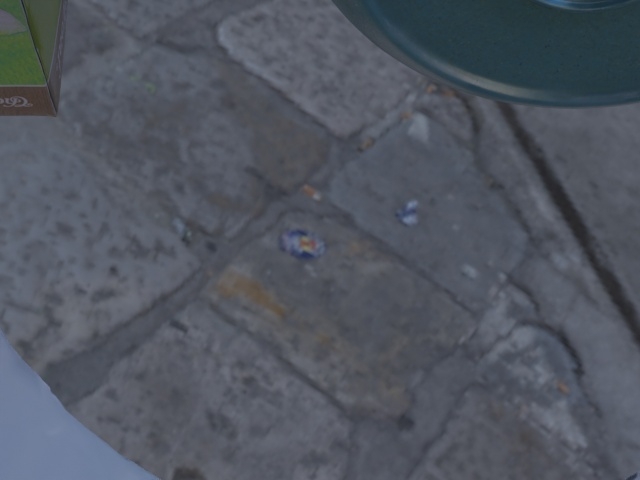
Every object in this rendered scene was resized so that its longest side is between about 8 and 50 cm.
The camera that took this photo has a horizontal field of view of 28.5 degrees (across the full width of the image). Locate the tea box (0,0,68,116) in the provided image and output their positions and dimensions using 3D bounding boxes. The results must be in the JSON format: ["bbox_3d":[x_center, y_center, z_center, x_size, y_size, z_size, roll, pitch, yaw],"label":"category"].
[{"bbox_3d":[-0.260,-0.283,0.685,0.219,0.323,0.329,-1,64,-1],"label":"tea box"}]

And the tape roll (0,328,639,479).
[{"bbox_3d":[0.000,0.000,0.282,0.321,0.321,0.077,28,26,-1],"label":"tape roll"}]

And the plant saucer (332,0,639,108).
[{"bbox_3d":[0.138,-0.165,0.641,0.317,0.317,0.044,16,53,-16],"label":"plant saucer"}]
